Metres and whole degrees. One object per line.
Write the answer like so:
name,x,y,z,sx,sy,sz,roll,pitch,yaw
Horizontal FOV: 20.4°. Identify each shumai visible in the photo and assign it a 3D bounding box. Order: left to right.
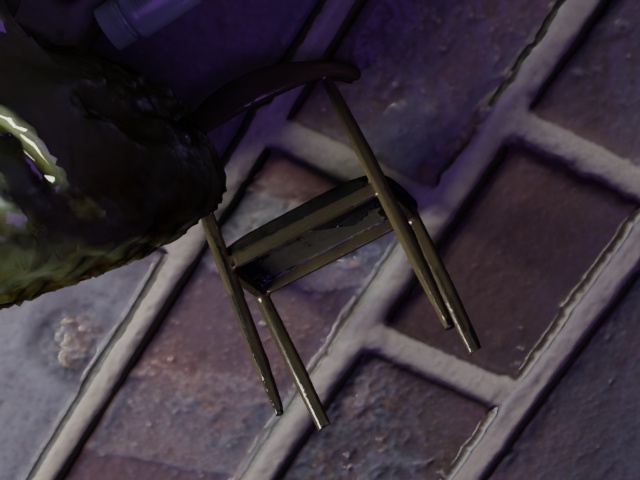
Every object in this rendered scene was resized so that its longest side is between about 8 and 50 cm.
shumai,-0.303,-0.101,1.348,0.395,0.395,0.348,-24,94,4

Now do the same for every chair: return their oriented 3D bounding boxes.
chair,0.000,0.000,1.513,0.188,0.166,0.272,-27,75,7

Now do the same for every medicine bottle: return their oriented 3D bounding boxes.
medicine bottle,-0.139,-0.193,1.447,0.083,0.047,0.047,-31,117,8
